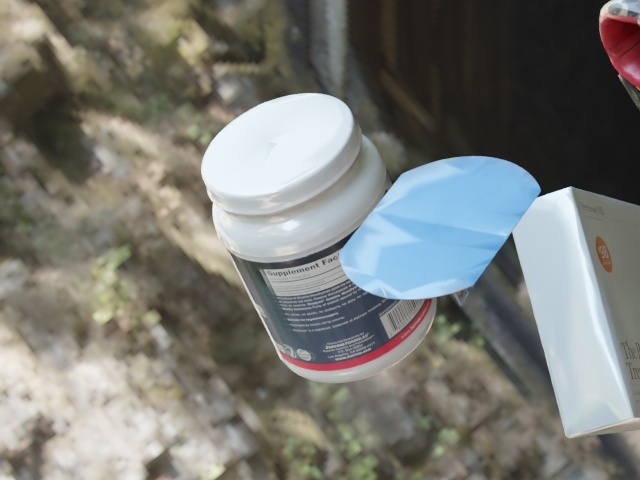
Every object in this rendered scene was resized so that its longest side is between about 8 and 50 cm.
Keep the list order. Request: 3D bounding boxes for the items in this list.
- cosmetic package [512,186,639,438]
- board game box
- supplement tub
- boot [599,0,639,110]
[{"bbox_3d":[0.373,0.094,2.149,0.097,0.285,0.377,-21,-12,24],"label":"cosmetic package"},{"bbox_3d":[0.097,-0.001,1.363,0.169,0.133,0.033,-51,-46,-32],"label":"board game box"},{"bbox_3d":[0.000,0.000,1.819,0.191,0.191,0.272,-36,-53,-15],"label":"supplement tub"},{"bbox_3d":[0.286,-0.202,1.033,0.284,0.377,0.138,-37,-19,-10],"label":"boot"}]
